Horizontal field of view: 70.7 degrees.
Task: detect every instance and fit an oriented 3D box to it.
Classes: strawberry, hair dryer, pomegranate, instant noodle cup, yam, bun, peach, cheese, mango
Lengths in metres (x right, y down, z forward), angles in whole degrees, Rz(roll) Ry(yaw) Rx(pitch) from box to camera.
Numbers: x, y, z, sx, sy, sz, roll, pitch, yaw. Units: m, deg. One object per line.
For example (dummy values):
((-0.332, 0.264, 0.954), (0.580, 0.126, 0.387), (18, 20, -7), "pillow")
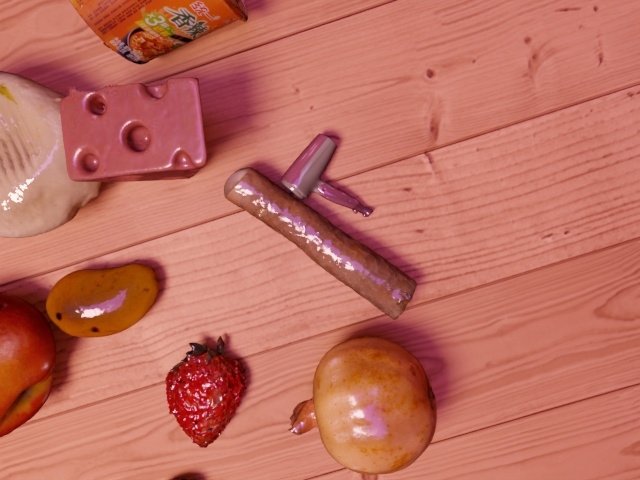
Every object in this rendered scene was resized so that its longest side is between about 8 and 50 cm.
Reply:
((-0.202, 0.265, 0.763), (0.140, 0.085, 0.192), (36, 97, -4), "strawberry")
((0.023, -0.090, 0.749), (0.154, 0.054, 0.106), (40, 91, -13), "hair dryer")
((0.080, 0.255, 0.707), (0.207, 0.207, 0.207), (0, 95, 1), "pomegranate")
((-0.240, -0.375, 0.643), (0.182, 0.230, 0.230), (-27, 94, 13), "instant noodle cup")
((0.000, 0.000, 0.734), (0.357, 0.081, 0.081), (35, 95, -4), "yam")
((-0.459, -0.124, 0.693), (0.260, 0.160, 0.259), (0, 85, 1), "bun")
((-0.546, 0.192, 0.705), (0.244, 0.199, 0.243), (0, 85, 3), "peach")
((-0.239, -0.158, 0.675), (0.203, 0.177, 0.128), (-6, 95, 8), "cheese")
((-0.359, 0.101, 0.750), (0.178, 0.090, 0.115), (-7, 88, -6), "mango")

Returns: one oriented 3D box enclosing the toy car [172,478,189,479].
((-0.281, 0.576, 0.715), (0.341, 0.240, 0.271), (-19, 97, 6), "toy car")
